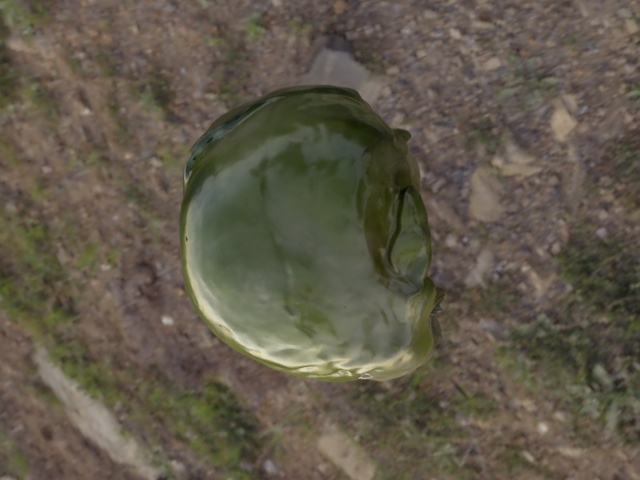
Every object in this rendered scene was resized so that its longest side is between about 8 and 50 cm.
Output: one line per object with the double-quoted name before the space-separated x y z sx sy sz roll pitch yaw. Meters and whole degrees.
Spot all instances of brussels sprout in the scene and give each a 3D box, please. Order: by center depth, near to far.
"brussels sprout" -0.008 0.001 0.716 0.146 0.131 0.183 -13 106 2
